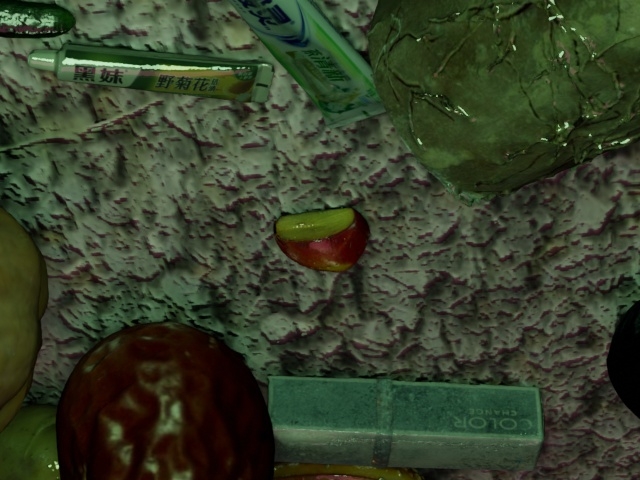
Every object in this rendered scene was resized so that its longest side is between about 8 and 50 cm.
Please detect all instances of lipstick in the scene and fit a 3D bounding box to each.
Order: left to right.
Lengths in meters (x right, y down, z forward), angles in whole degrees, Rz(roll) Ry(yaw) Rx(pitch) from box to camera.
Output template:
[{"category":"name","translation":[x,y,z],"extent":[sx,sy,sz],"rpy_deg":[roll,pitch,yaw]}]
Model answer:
[{"category":"lipstick","translation":[0.088,0.191,1.922],"extent":[0.290,0.077,0.076],"rpy_deg":[2,141,-1]}]

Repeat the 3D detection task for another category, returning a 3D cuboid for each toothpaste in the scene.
[{"category":"toothpaste","translation":[-0.141,-0.142,1.546],"extent":[0.204,0.031,0.049],"rpy_deg":[5,142,-8]},{"category":"toothpaste","translation":[-0.030,-0.179,1.484],"extent":[0.075,0.048,0.297],"rpy_deg":[-17,141,24]}]

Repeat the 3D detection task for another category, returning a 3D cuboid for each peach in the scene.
[{"category":"peach","translation":[0.000,0.000,1.708],"extent":[0.083,0.050,0.077],"rpy_deg":[26,135,-22]}]

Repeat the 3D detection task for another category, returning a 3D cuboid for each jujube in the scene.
[{"category":"jujube","translation":[-0.150,0.226,1.788],"extent":[0.223,0.318,0.223],"rpy_deg":[-2,135,-2]}]

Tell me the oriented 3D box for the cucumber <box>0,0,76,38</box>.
[{"category":"cucumber","translation":[-0.291,-0.181,1.502],"extent":[0.184,0.033,0.036],"rpy_deg":[2,117,0]}]

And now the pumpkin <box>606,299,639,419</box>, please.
[{"category":"pumpkin","translation":[0.372,0.121,1.761],"extent":[0.202,0.140,0.202],"rpy_deg":[18,163,5]}]

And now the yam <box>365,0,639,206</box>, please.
[{"category":"yam","translation":[0.203,-0.183,1.319],"extent":[0.241,0.241,0.348],"rpy_deg":[28,138,-29]}]

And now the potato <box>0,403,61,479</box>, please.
[{"category":"potato","translation":[-0.316,0.257,1.976],"extent":[0.248,0.143,0.169],"rpy_deg":[-13,133,19]}]

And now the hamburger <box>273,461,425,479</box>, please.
[{"category":"hamburger","translation":[0.020,0.305,2.018],"extent":[0.237,0.147,0.237],"rpy_deg":[7,142,5]}]

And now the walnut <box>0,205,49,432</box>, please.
[{"category":"walnut","translation":[-0.412,0.061,1.619],"extent":[0.344,0.306,0.306],"rpy_deg":[-2,142,-6]}]
